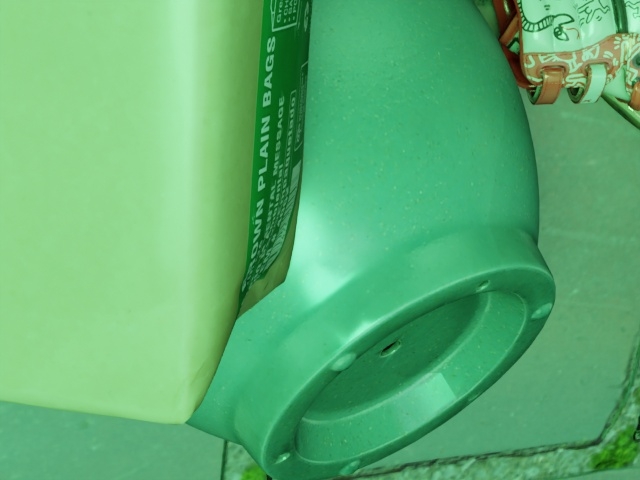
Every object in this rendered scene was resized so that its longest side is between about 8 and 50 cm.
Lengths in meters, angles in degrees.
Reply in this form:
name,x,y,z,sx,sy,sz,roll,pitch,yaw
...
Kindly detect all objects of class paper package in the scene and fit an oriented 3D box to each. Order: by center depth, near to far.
name,x,y,z,sx,sy,sz,roll,pitch,yaw
paper package,-0.156,-0.127,0.462,0.309,0.168,0.325,7,105,9

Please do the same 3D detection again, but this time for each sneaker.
name,x,y,z,sx,sy,sz,roll,pitch,yaw
sneaker,0.203,-0.101,0.792,0.145,0.090,0.270,-32,94,0

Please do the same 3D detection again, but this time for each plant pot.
name,x,y,z,sx,sy,sz,roll,pitch,yaw
plant pot,0.000,0.000,0.677,0.293,0.196,0.293,-27,152,-15

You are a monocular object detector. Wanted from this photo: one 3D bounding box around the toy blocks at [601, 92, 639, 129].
name,x,y,z,sx,sy,sz,roll,pitch,yaw
toy blocks,0.276,-0.125,0.880,0.123,0.054,0.148,36,98,-33
